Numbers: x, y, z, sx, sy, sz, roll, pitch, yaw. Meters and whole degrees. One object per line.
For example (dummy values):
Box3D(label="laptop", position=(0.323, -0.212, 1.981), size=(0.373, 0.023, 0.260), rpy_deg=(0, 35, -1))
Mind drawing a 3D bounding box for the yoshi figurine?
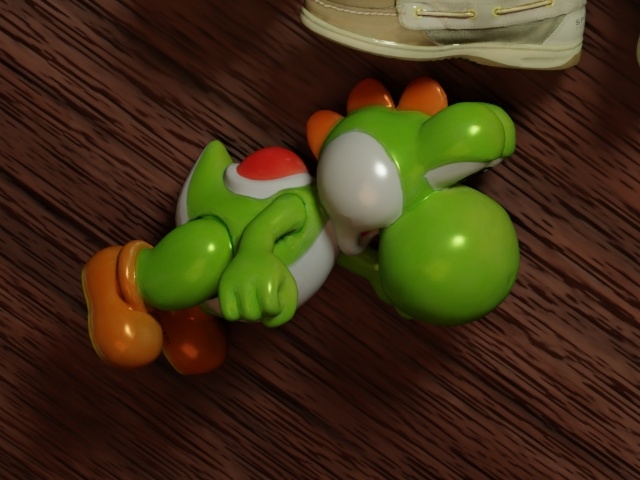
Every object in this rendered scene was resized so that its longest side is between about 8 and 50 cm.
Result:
Box3D(label="yoshi figurine", position=(0.005, 0.024, 1.358), size=(0.362, 0.203, 0.203), rpy_deg=(-26, 121, 24))

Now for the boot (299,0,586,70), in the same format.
Box3D(label="boot", position=(0.096, -0.214, 1.256), size=(0.213, 0.077, 0.165), rpy_deg=(5, 117, -2))

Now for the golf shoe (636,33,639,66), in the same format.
Box3D(label="golf shoe", position=(0.267, -0.239, 1.204), size=(0.120, 0.105, 0.273), rpy_deg=(29, 116, 21))
